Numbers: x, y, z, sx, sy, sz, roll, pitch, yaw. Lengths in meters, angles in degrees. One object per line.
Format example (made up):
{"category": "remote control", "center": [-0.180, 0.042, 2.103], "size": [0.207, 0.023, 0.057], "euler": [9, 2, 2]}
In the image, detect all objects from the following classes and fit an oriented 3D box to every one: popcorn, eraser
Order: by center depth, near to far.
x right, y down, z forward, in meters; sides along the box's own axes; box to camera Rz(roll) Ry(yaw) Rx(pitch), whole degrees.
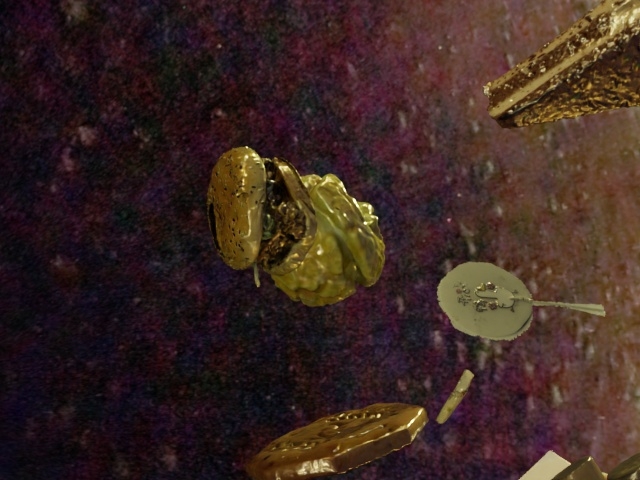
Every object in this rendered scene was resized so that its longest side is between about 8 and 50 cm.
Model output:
{"category": "popcorn", "center": [-0.004, -0.005, 1.203], "size": [0.282, 0.281, 0.247], "euler": [64, 18, -9]}
{"category": "eraser", "center": [0.487, 0.644, 1.394], "size": [0.298, 0.076, 0.078], "euler": [-37, 110, -13]}

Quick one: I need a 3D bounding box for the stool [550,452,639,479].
{"category": "stool", "center": [0.219, 0.293, 0.444], "size": [0.272, 0.272, 0.179], "euler": [-10, 57, -46]}

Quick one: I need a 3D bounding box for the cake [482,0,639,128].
{"category": "cake", "center": [0.365, -0.216, 0.794], "size": [0.135, 0.246, 0.112], "euler": [35, 36, -30]}

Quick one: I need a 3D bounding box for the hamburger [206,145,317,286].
{"category": "hamburger", "center": [-0.090, -0.030, 0.789], "size": [0.113, 0.177, 0.186], "euler": [7, 86, -35]}

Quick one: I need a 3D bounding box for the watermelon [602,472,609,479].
{"category": "watermelon", "center": [0.730, 0.645, 1.320], "size": [0.201, 0.261, 0.213], "euler": [57, 41, -62]}

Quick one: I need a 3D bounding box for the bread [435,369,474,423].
{"category": "bread", "center": [0.299, 0.351, 1.296], "size": [0.028, 0.154, 0.068], "euler": [31, 49, 17]}

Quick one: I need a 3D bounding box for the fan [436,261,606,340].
{"category": "fan", "center": [0.489, 0.146, 1.416], "size": [0.414, 0.012, 0.233], "euler": [4, 51, -2]}

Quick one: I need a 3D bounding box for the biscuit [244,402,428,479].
{"category": "biscuit", "center": [0.028, 0.370, 1.085], "size": [0.359, 0.359, 0.046], "euler": [-10, 79, -46]}
